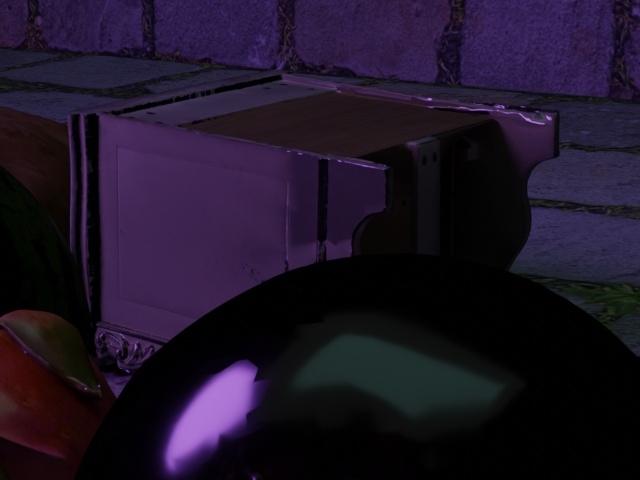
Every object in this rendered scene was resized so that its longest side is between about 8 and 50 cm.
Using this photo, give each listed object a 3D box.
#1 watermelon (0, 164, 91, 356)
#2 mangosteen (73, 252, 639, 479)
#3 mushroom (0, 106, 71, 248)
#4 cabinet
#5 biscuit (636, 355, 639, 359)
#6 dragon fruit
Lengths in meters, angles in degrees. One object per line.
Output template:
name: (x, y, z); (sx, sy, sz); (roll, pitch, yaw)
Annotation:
watermelon: (-0.292, 0.063, 1.144); (0.285, 0.285, 0.285); (-1, 14, 0)
mangosteen: (0.036, 0.142, 0.777); (0.297, 0.297, 0.313); (3, 19, 15)
mushroom: (-0.301, -0.007, 1.542); (0.397, 0.224, 0.314); (-9, 13, -31)
cabinet: (0.000, 0.000, 1.494); (0.318, 0.227, 0.290); (12, 18, 34)
biscuit: (0.272, 0.131, 1.254); (0.252, 0.070, 0.106); (2, 15, 10)
dragon fruit: (-0.180, 0.148, 0.933); (0.224, 0.224, 0.227); (-7, 36, -23)
